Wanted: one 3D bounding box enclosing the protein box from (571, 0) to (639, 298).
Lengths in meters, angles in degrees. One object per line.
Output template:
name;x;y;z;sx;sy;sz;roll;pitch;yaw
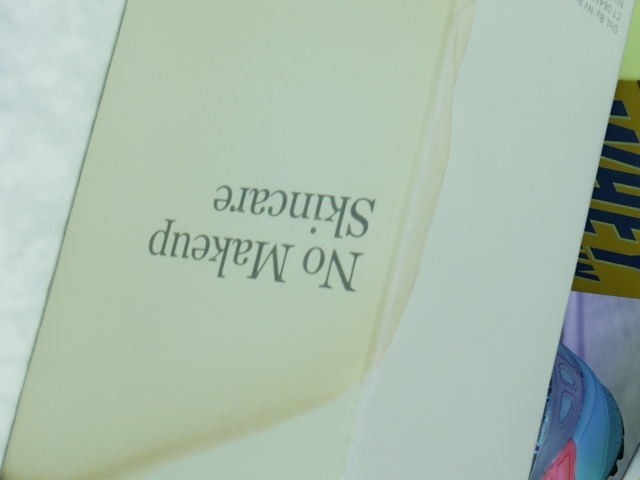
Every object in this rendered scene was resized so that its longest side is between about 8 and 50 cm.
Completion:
protein box;0.150;-0.092;0.861;0.201;0.200;0.136;-57;134;-30

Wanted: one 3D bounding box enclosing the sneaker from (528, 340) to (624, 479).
sneaker;0.031;0.127;0.844;0.125;0.104;0.262;51;48;-26

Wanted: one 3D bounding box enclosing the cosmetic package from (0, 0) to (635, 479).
cosmetic package;0.000;0.000;0.719;0.113;0.160;0.309;27;73;-49

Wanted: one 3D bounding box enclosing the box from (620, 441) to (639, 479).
box;0.188;0.144;0.948;0.114;0.103;0.203;-57;167;-30
